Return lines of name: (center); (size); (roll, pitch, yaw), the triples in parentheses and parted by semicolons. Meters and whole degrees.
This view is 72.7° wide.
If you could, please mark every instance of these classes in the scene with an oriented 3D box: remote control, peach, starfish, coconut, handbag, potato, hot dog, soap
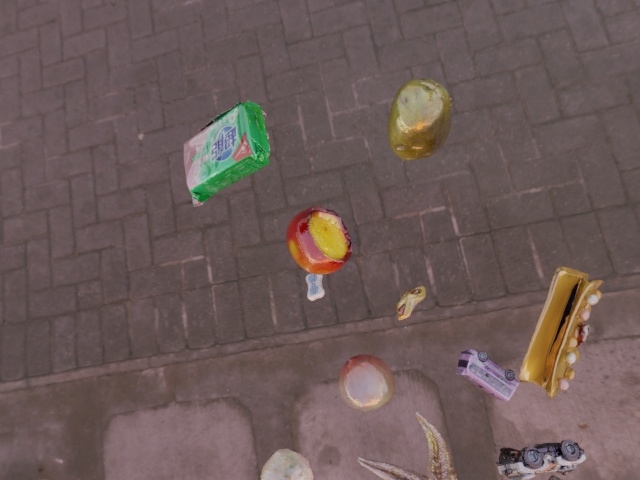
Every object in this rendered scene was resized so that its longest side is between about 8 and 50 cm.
remote control: (-0.023, 0.181, 1.753); (0.075, 0.032, 0.122); (-24, 49, 18)
peach: (0.065, 0.202, 0.622); (0.083, 0.083, 0.082); (-2, 78, 11)
peach: (0.000, 0.000, 1.326); (0.196, 0.189, 0.226); (-46, 36, -12)
starfish: (0.282, 0.682, 1.200); (0.385, 0.398, 0.132); (-9, 119, 9)
coconut: (-0.115, 0.817, 1.496); (0.195, 0.194, 0.194); (-2, 78, 11)
handbag: (0.799, 0.294, 1.410); (0.133, 0.283, 0.400); (20, 96, 39)
potato: (0.270, -0.317, 1.175); (0.149, 0.228, 0.197); (40, 52, 23)
hot dog: (0.349, 0.235, 1.703); (0.168, 0.078, 0.061); (-50, 118, -12)
soap: (-0.259, -0.236, 1.190); (0.274, 0.098, 0.217); (-21, 76, 34)

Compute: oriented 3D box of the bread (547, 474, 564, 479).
bread: (0.638, 0.866, 1.237); (0.417, 0.165, 0.113); (-26, 110, -30)

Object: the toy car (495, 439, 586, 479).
toy car: (0.800, 0.789, 1.566); (0.302, 0.193, 0.117); (-1, 59, -11)

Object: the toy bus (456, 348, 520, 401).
toy bus: (0.573, 0.463, 1.508); (0.199, 0.096, 0.108); (35, 76, 0)
